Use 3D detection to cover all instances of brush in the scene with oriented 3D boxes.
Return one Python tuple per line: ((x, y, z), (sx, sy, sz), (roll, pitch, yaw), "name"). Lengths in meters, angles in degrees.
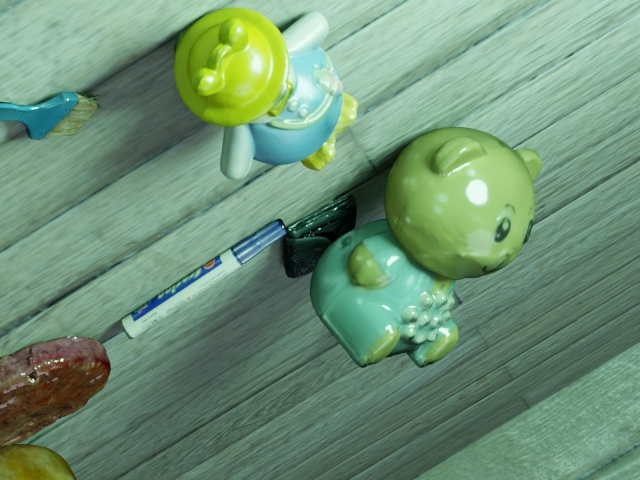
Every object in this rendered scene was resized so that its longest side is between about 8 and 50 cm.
((-0.233, -0.097, 1.307), (0.051, 0.014, 0.164), (-43, 158, 28), "brush")

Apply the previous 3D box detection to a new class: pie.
((-0.302, 0.161, 1.815), (0.182, 0.049, 0.182), (-27, 159, -11), "pie")

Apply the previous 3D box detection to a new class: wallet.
((0.000, 0.000, 1.894), (0.088, 0.026, 0.129), (-27, 161, -12), "wallet")

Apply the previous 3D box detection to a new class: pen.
((-0.122, 0.039, 1.814), (0.204, 0.025, 0.025), (-34, 161, 7), "pen")

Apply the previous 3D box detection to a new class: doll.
((-0.047, -0.122, 1.399), (0.135, 0.098, 0.241), (-29, 164, 12), "doll")
((0.117, -0.002, 1.821), (0.177, 0.161, 0.260), (6, 129, -51), "doll")

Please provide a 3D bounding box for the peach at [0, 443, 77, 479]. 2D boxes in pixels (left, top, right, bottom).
((-0.365, 0.324, 1.940), (0.214, 0.214, 0.235), (-34, 144, 11), "peach")
